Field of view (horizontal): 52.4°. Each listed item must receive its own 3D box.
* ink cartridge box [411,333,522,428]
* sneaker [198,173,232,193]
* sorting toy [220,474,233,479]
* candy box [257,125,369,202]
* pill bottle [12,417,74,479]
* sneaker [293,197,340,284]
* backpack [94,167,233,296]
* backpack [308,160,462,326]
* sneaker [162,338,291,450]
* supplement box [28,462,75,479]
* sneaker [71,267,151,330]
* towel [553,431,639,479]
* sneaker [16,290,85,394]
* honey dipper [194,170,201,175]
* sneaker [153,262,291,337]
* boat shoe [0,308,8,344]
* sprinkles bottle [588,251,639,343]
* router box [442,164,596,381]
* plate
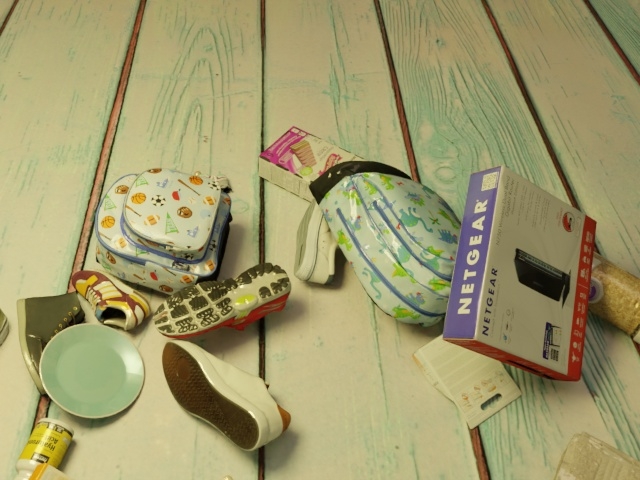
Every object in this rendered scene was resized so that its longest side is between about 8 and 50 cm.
[{"bbox_3d":[0.289,0.263,1.286,0.145,0.045,0.179,-24,73,-26],"label":"ink cartridge box"},{"bbox_3d":[-0.258,-0.127,1.564,0.098,0.038,0.069,-12,54,-33],"label":"sneaker"},{"bbox_3d":[-0.154,0.440,1.086,0.062,0.012,0.083,-30,57,-28],"label":"sorting toy"},{"bbox_3d":[-0.018,-0.180,1.621,0.233,0.071,0.159,28,51,18],"label":"candy box"},{"bbox_3d":[-0.468,0.364,1.089,0.065,0.065,0.116,11,49,4],"label":"pill bottle"},{"bbox_3d":[0.000,0.000,1.464,0.091,0.094,0.258,24,46,-16],"label":"sneaker"},{"bbox_3d":[-0.329,-0.021,1.345,0.263,0.213,0.276,9,48,-2],"label":"backpack"},{"bbox_3d":[0.173,0.006,1.359,0.290,0.273,0.356,14,54,-43],"label":"backpack"},{"bbox_3d":[-0.175,0.277,1.197,0.290,0.106,0.123,34,20,31],"label":"sneaker"},{"bbox_3d":[-0.422,0.408,1.037,0.098,0.036,0.062,44,44,-23],"label":"supplement box"},{"bbox_3d":[-0.436,0.117,1.301,0.185,0.070,0.084,21,30,14],"label":"sneaker"},{"bbox_3d":[0.477,0.472,1.098,0.187,0.049,0.282,25,51,17],"label":"towel"},{"bbox_3d":[-0.503,0.182,1.238,0.118,0.083,0.222,-15,50,-19],"label":"sneaker"},{"bbox_3d":[-0.319,-0.114,1.563,0.030,0.030,0.161,13,44,6],"label":"honey dipper"},{"bbox_3d":[-0.185,0.143,1.280,0.279,0.118,0.107,-16,50,-17],"label":"sneaker"},{"bbox_3d":[-0.678,0.229,1.169,0.109,0.094,0.302,12,48,5],"label":"boat shoe"},{"bbox_3d":[0.588,0.090,1.405,0.355,0.121,0.121,34,54,24],"label":"sprinkles bottle"},{"bbox_3d":[0.392,0.071,1.246,0.301,0.082,0.335,22,71,-30],"label":"router box"},{"bbox_3d":[-0.420,0.241,1.198,0.188,0.024,0.188,20,46,-22],"label":"plate"}]
